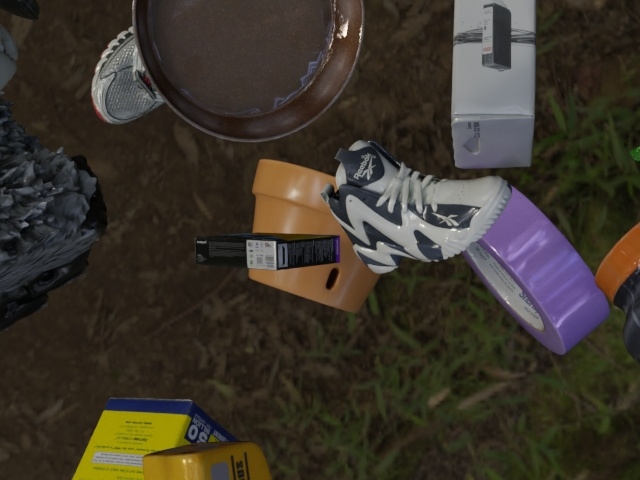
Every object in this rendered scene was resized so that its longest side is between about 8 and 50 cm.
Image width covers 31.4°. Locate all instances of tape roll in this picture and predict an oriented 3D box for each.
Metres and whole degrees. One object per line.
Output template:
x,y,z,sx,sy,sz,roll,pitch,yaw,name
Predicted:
0.301,0.037,1.682,0.090,0.275,0.275,-40,120,-3,tape roll

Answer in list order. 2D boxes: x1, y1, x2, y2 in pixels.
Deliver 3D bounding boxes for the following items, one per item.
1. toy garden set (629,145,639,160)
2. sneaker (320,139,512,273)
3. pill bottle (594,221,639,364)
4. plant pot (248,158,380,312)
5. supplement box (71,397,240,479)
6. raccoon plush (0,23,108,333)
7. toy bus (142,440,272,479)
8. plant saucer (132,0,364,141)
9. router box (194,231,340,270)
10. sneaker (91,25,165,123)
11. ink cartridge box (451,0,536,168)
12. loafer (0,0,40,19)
0.629,-0.176,1.818,0.244,0.204,0.049,-27,84,21,toy garden set
0.091,-0.055,1.280,0.153,0.094,0.235,44,149,-19,sneaker
0.330,0.086,0.893,0.130,0.246,0.130,-31,151,-19,pill bottle
0.000,0.000,1.964,0.290,0.291,0.204,19,89,-12,plant pot
-0.272,0.446,1.758,0.195,0.357,0.194,-4,143,38,supplement box
-0.305,-0.073,0.611,0.216,0.446,0.299,-34,84,16,raccoon plush
-0.106,0.396,1.278,0.108,0.333,0.130,-11,175,42,toy bus
-0.050,-0.153,0.783,0.168,0.029,0.168,-5,102,-23,plant saucer
-0.079,0.014,1.682,0.179,0.133,0.046,3,95,44,router box
-0.151,-0.204,1.221,0.225,0.093,0.088,-39,122,-1,sneaker
0.246,-0.259,1.607,0.114,0.273,0.197,2,163,9,ink cartridge box
-0.439,-0.369,1.595,0.062,0.061,0.170,11,163,17,loafer
